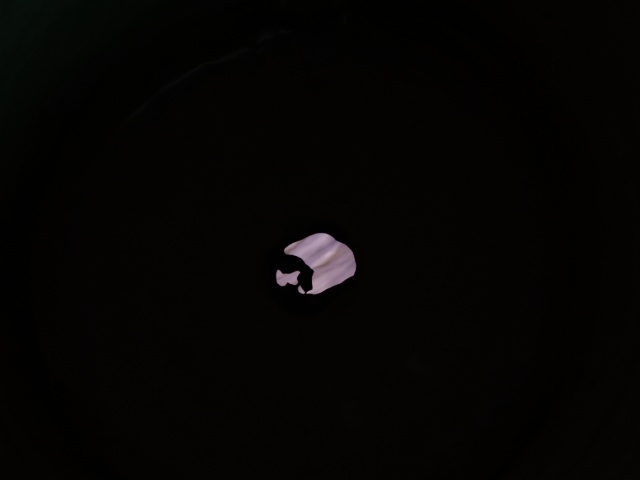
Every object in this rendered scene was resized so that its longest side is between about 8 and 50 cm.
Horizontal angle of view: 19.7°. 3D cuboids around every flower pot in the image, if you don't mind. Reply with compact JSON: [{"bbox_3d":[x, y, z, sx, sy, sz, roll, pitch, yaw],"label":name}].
[{"bbox_3d":[0.000,0.000,0.381,0.235,0.235,0.148,-34,174,-4],"label":"flower pot"}]
